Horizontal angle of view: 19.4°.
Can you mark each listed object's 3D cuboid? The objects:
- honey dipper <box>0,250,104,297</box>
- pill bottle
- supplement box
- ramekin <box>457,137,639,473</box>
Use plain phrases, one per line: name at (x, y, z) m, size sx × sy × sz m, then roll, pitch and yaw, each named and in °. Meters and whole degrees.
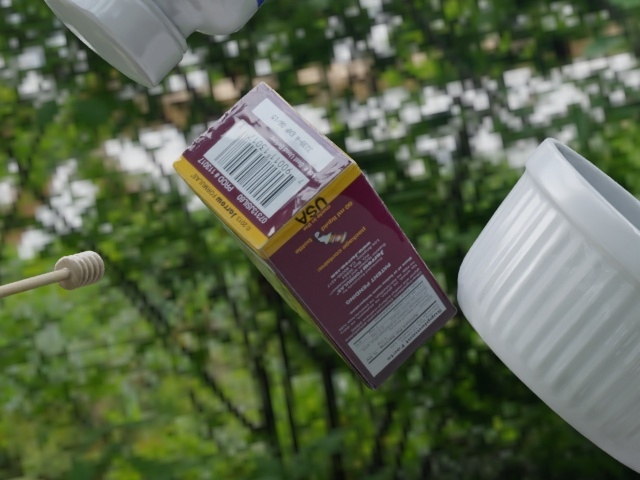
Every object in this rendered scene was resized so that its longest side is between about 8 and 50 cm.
honey dipper at (-0.240, 0.034, 1.592) m, size 0.030 × 0.030 × 0.161 m, roll -11°, pitch 2°, yaw 29°
pill bottle at (-0.078, -0.249, 1.390) m, size 0.272 × 0.152 × 0.152 m, roll -51°, pitch 6°, yaw -8°
supplement box at (0.000, 0.000, 1.194) m, size 0.081 × 0.104 × 0.188 m, roll -43°, pitch -39°, yaw -4°
ramekin at (0.176, 0.046, 1.101) m, size 0.109 × 0.207 × 0.207 m, roll -50°, pitch -9°, yaw 10°
